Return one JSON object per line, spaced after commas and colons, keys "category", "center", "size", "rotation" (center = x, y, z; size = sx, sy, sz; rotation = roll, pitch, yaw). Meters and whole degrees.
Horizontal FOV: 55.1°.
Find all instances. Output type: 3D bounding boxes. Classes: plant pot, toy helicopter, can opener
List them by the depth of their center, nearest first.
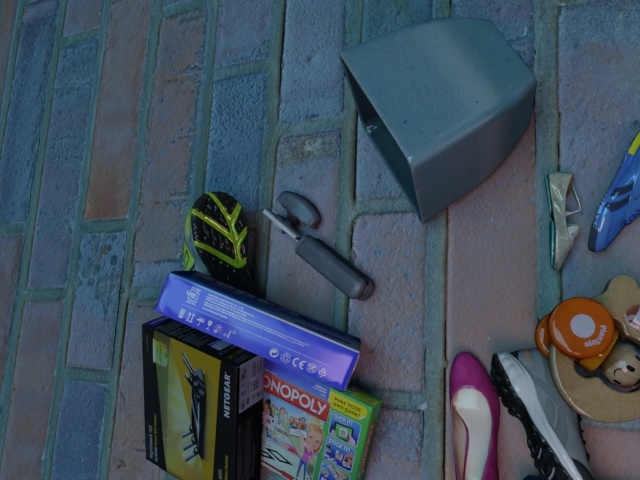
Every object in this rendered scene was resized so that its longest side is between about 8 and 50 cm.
{"category": "toy helicopter", "center": [0.498, 0.141, 0.855], "size": [0.355, 0.140, 0.234], "rotation": [-28, 71, 1]}
{"category": "plant pot", "center": [0.215, -0.224, 1.042], "size": [0.252, 0.247, 0.247], "rotation": [-28, 66, 2]}
{"category": "can opener", "center": [0.000, 0.000, 1.194], "size": [0.283, 0.076, 0.095], "rotation": [38, 99, 28]}

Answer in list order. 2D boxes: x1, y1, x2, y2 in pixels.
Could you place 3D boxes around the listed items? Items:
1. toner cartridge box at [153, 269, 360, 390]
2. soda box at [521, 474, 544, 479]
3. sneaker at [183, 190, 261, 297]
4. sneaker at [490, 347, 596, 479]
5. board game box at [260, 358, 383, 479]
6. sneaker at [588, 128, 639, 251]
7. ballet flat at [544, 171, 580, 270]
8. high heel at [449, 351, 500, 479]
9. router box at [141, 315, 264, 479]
{"category": "toner cartridge box", "center": [-0.102, 0.151, 1.089], "size": [0.348, 0.165, 0.075], "rotation": [22, 91, 4]}
{"category": "soda box", "center": [0.404, 0.398, 0.896], "size": [0.210, 0.067, 0.071], "rotation": [-2, 78, 29]}
{"category": "sneaker", "center": [-0.208, 0.096, 1.272], "size": [0.147, 0.145, 0.384], "rotation": [171, 98, -66]}
{"category": "sneaker", "center": [0.351, 0.270, 0.903], "size": [0.108, 0.100, 0.271], "rotation": [-14, 50, -4]}
{"category": "board game box", "center": [-0.052, 0.331, 1.135], "size": [0.317, 0.046, 0.213], "rotation": [18, 106, 30]}
{"category": "sneaker", "center": [0.489, -0.069, 0.950], "size": [0.082, 0.069, 0.209], "rotation": [28, 93, 26]}
{"category": "ballet flat", "center": [0.398, -0.035, 1.000], "size": [0.053, 0.057, 0.168], "rotation": [-3, 78, 18]}
{"category": "high heel", "center": [0.236, 0.299, 0.978], "size": [0.082, 0.117, 0.243], "rotation": [-8, 76, 27]}
{"category": "router box", "center": [-0.225, 0.317, 1.156], "size": [0.243, 0.081, 0.308], "rotation": [15, 112, 32]}
